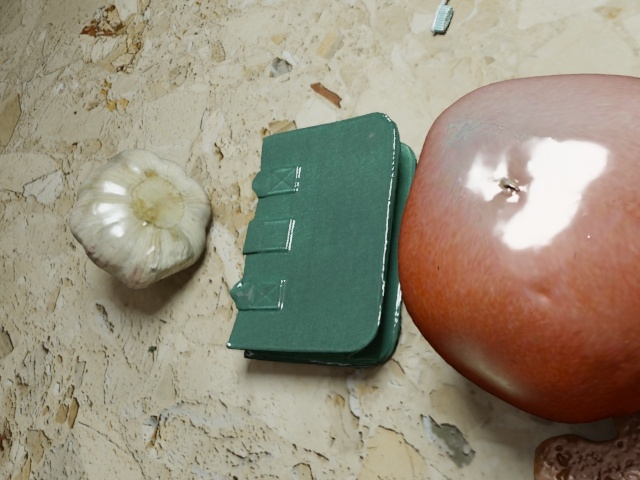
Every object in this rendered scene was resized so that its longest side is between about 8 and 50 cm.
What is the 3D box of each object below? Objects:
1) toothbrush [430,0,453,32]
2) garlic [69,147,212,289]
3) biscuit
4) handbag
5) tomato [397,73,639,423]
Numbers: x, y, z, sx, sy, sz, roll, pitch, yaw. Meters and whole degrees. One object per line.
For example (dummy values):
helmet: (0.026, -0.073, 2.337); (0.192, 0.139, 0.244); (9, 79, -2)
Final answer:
toothbrush: (0.225, -0.425, 0.921); (0.027, 0.021, 0.269); (22, 82, 23)
garlic: (-0.294, -0.017, 0.978); (0.212, 0.219, 0.218); (-32, 52, 51)
biscuit: (0.298, 0.211, 0.600); (0.192, 0.036, 0.186); (-30, 55, 17)
handbag: (0.001, 0.000, 0.834); (0.239, 0.089, 0.326); (-3, 70, 30)
tomato: (0.236, -0.009, 0.572); (0.341, 0.273, 0.341); (-25, 45, 28)
